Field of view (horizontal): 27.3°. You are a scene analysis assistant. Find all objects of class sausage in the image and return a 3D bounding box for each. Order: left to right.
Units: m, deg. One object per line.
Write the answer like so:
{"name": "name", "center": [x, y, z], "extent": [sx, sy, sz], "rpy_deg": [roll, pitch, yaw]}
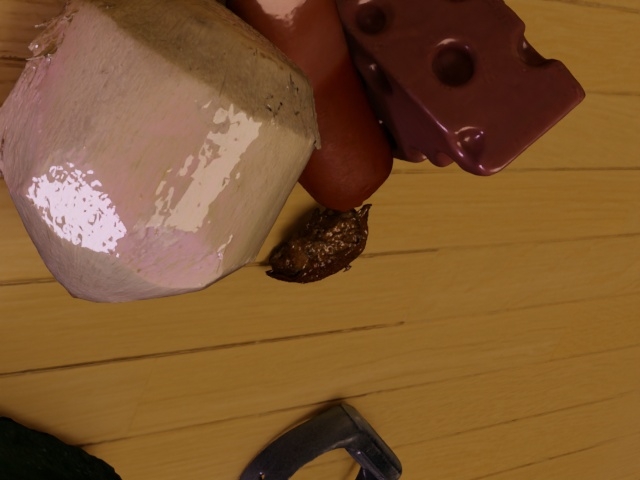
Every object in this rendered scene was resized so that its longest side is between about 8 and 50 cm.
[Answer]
{"name": "sausage", "center": [-0.011, -0.131, 1.096], "extent": [0.089, 0.083, 0.300], "rpy_deg": [-29, 139, -4]}

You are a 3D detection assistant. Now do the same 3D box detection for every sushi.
{"name": "sushi", "center": [0.002, 0.003, 1.250], "extent": [0.118, 0.061, 0.060], "rpy_deg": [-47, 156, 0]}

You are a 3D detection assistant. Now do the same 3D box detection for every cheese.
{"name": "cheese", "center": [0.109, -0.140, 1.160], "extent": [0.128, 0.203, 0.177], "rpy_deg": [-42, 172, -12]}

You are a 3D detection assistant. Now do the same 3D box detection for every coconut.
{"name": "coconut", "center": [-0.121, -0.061, 0.936], "extent": [0.234, 0.224, 0.224], "rpy_deg": [-51, 144, 4]}

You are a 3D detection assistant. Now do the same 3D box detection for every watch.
{"name": "watch", "center": [-0.005, 0.287, 1.505], "extent": [0.193, 0.068, 0.206], "rpy_deg": [-41, 140, -4]}

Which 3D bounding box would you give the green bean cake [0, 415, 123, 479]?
{"name": "green bean cake", "center": [-0.239, 0.290, 1.056], "extent": [0.169, 0.308, 0.300], "rpy_deg": [-48, 143, 1]}
